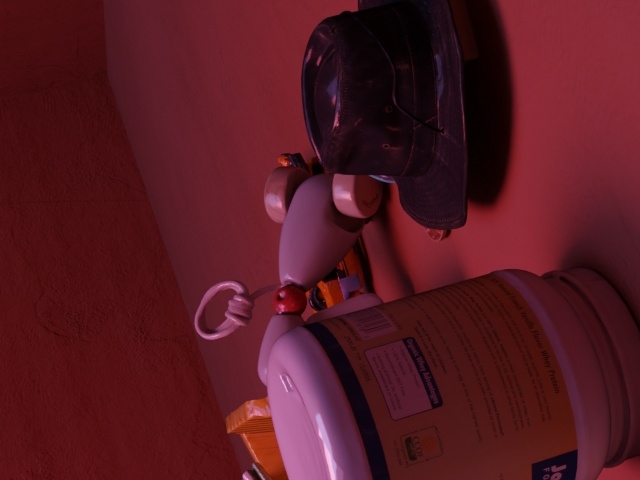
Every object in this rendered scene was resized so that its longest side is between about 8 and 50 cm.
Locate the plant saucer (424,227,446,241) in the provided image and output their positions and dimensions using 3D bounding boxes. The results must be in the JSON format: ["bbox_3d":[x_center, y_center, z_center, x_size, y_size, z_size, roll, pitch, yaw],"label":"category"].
[{"bbox_3d":[0.138,-0.040,1.628,0.083,0.013,0.083,165,90,-76],"label":"plant saucer"}]

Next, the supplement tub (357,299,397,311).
[{"bbox_3d":[0.102,0.255,1.613,0.235,0.236,0.324,115,138,-68],"label":"supplement tub"}]

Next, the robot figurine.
[{"bbox_3d":[0.000,0.000,2.046,0.211,0.085,0.291,142,112,-74],"label":"robot figurine"}]

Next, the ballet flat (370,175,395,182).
[{"bbox_3d":[0.064,-0.133,1.708,0.203,0.074,0.074,-131,30,-64],"label":"ballet flat"}]

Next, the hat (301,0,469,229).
[{"bbox_3d":[0.053,-0.151,1.450,0.331,0.134,0.331,165,90,-75],"label":"hat"}]

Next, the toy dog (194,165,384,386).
[{"bbox_3d":[-0.002,0.044,1.826,0.220,0.333,0.161,27,177,41],"label":"toy dog"}]

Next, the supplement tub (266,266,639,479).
[{"bbox_3d":[0.129,0.156,1.247,0.228,0.316,0.228,165,90,-76],"label":"supplement tub"}]

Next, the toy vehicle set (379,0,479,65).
[{"bbox_3d":[0.098,-0.309,1.461,0.166,0.035,0.266,169,86,-76],"label":"toy vehicle set"}]

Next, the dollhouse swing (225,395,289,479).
[{"bbox_3d":[0.048,0.376,1.899,0.347,0.315,0.304,134,131,-73],"label":"dollhouse swing"}]

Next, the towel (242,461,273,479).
[{"bbox_3d":[-0.023,0.475,2.025,0.248,0.038,0.325,46,165,21],"label":"towel"}]
